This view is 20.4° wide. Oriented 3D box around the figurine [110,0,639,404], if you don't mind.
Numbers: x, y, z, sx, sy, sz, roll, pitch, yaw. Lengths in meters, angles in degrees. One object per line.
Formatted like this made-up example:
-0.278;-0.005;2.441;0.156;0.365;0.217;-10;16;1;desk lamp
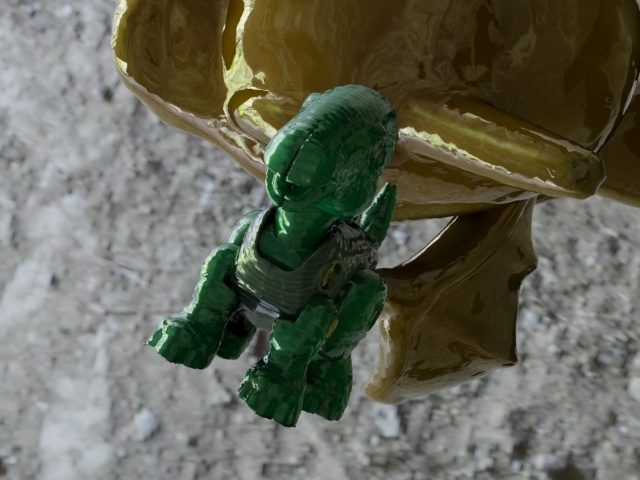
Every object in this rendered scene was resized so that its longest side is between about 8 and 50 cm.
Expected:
0.114;-0.105;0.971;0.401;0.387;0.268;-30;73;23;figurine

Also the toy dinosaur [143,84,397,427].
0.000;0.000;0.524;0.059;0.132;0.096;30;100;12;toy dinosaur
